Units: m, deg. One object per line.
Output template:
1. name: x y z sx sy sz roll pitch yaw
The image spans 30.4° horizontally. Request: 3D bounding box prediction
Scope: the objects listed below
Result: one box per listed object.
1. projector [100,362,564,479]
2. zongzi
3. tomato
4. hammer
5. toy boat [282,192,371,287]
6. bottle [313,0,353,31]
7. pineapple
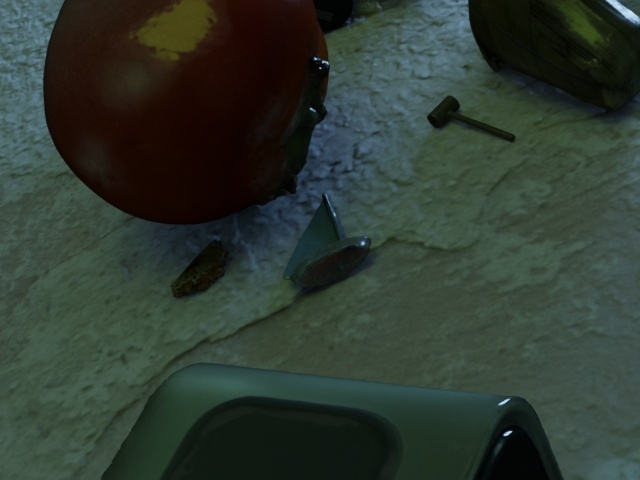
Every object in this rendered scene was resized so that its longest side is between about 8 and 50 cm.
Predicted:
1. projector: 0.010 0.236 0.757 0.249 0.249 0.248 2 47 33
2. zongzi: 0.232 -0.271 1.187 0.115 0.256 0.228 -30 37 -19
3. tomato: -0.146 -0.175 1.262 0.321 0.321 0.322 -17 40 15
4. hammer: 0.164 -0.124 1.254 0.035 0.019 0.110 -44 46 -18
5. toy boat: 0.000 0.000 1.211 0.096 0.034 0.122 -26 30 4
6. bottle: 0.000 -0.375 1.583 0.082 0.072 0.244 -57 24 33
7. pineapple: -0.124 0.030 1.255 0.045 0.019 0.083 13 51 44
